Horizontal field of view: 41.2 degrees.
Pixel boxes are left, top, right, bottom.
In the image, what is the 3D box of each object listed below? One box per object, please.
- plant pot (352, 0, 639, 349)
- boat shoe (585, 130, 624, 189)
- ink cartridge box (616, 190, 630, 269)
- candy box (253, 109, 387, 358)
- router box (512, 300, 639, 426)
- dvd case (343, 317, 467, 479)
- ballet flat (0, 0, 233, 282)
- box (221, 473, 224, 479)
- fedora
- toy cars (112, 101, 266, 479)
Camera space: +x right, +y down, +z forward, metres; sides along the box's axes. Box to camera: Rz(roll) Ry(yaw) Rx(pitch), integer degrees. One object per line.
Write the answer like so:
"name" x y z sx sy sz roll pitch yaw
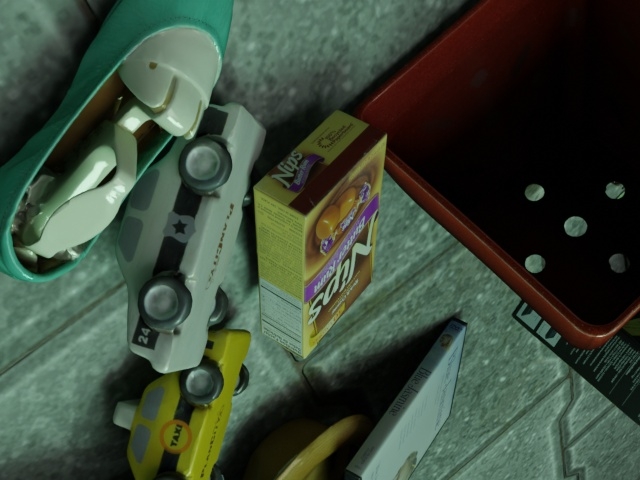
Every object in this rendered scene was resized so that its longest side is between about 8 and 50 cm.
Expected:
"plant pot" 0.227 -0.056 0.747 0.267 0.267 0.235 -41 154 -6
"boat shoe" 0.345 -0.097 0.965 0.183 0.066 0.066 4 126 -33
"ink cartridge box" 0.489 -0.034 1.156 0.171 0.056 0.235 -42 144 -4
"candy box" 0.000 0.000 0.694 0.109 0.053 0.186 -47 156 -32
"router box" 0.431 0.151 1.115 0.309 0.243 0.081 11 115 -46
"dvd case" 0.097 0.228 0.977 0.253 0.022 0.180 -46 149 -39
"ballet flat" -0.121 -0.070 0.531 0.247 0.087 0.083 -50 142 5
"box" -0.152 0.336 0.809 0.175 0.051 0.220 -27 121 -26
"fedora" -0.025 0.254 0.918 0.194 0.079 0.194 -30 137 -33
"toy cars" -0.115 0.074 0.659 0.176 0.087 0.393 -63 164 -52
